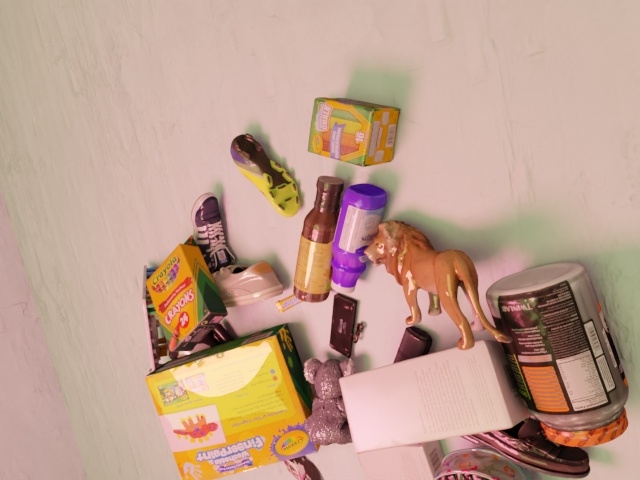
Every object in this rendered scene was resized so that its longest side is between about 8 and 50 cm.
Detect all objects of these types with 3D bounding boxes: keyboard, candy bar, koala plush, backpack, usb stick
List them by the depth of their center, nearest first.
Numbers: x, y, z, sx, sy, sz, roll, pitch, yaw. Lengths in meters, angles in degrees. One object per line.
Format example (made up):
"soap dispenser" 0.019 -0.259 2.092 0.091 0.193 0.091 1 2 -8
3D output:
"backpack" 0.391 0.608 1.099 0.225 0.191 0.253 -29 94 39
"usb stick" 0.221 0.348 1.247 0.077 0.045 0.277 28 119 27
"koala plush" 0.041 0.439 1.336 0.196 0.203 0.221 -6 88 38
"keyboard" 0.077 0.247 1.345 0.108 0.023 0.180 21 116 39
"candy bar" -0.080 0.181 1.448 0.162 0.018 0.040 -31 84 40

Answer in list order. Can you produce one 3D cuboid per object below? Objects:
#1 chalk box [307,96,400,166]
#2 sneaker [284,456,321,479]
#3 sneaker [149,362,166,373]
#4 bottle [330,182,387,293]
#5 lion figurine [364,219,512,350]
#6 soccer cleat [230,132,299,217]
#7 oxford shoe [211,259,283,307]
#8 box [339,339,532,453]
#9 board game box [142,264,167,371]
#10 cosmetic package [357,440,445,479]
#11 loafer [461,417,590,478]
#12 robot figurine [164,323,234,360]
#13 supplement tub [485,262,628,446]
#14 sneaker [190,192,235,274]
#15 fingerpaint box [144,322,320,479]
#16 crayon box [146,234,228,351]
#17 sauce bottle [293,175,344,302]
"chalk box" 0.059 -0.267 1.132 0.213 0.132 0.132 20 114 32
"sneaker" -0.068 0.769 1.593 0.178 0.072 0.077 51 140 24
"sneaker" -0.530 0.633 1.841 0.323 0.130 0.236 13 111 21
"bottle" 0.086 0.000 1.199 0.092 0.118 0.282 27 117 29
"lion figurine" 0.246 0.073 1.017 0.392 0.142 0.240 4 106 65
"soccer cleat" -0.158 -0.181 1.372 0.289 0.093 0.121 52 158 8
"oxford shoe" -0.310 0.152 1.527 0.450 0.169 0.129 -16 91 34
"box" 0.253 0.344 1.050 0.346 0.215 0.168 -24 67 29
"board game box" -0.604 0.327 1.746 0.390 0.051 0.389 -142 48 -66
"cosmetic package" 0.217 0.591 1.301 0.231 0.086 0.117 -16 93 41
"loafer" 0.440 0.433 1.070 0.303 0.109 0.095 8 104 39
"robot figurine" -0.416 0.403 1.659 0.278 0.174 0.209 46 135 7
"supplement tub" 0.465 0.217 0.925 0.194 0.194 0.315 -18 92 40
"sneaker" -0.345 -0.009 1.540 0.153 0.099 0.282 39 131 28
"fingerpaint box" -0.258 0.508 1.476 0.445 0.163 0.370 -20 91 10
"crayon box" -0.430 0.156 1.474 0.202 0.081 0.318 -45 58 21
"sauce bottle" 0.000 0.000 1.271 0.112 0.111 0.344 25 118 30
